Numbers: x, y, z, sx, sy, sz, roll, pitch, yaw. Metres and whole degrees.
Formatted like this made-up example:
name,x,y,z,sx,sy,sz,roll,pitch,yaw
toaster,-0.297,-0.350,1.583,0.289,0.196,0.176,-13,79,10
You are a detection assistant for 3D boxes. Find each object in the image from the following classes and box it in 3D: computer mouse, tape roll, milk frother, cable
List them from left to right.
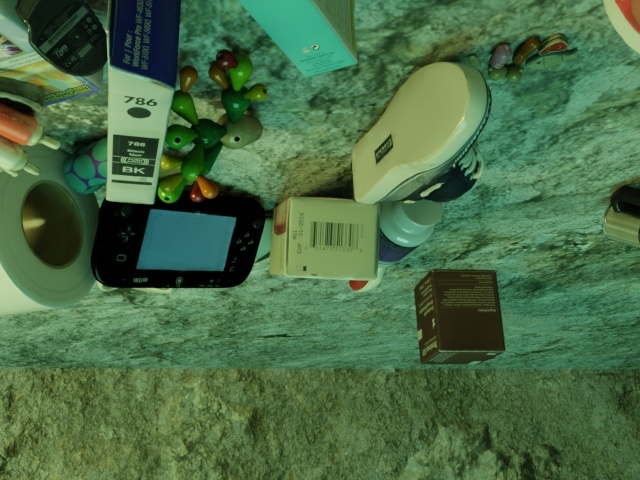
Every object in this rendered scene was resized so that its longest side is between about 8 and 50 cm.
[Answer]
name,x,y,z,sx,sy,sz,roll,pitch,yaw
cable,-0.413,-0.146,0.711,0.140,0.072,0.287,-23,152,34
tape roll,-0.459,-0.012,1.002,0.169,0.246,0.246,-8,159,18
computer mouse,-0.280,-0.245,0.635,0.041,0.071,0.242,35,165,35
milk frother,0.602,-0.054,1.214,0.143,0.129,0.135,-25,-155,-19

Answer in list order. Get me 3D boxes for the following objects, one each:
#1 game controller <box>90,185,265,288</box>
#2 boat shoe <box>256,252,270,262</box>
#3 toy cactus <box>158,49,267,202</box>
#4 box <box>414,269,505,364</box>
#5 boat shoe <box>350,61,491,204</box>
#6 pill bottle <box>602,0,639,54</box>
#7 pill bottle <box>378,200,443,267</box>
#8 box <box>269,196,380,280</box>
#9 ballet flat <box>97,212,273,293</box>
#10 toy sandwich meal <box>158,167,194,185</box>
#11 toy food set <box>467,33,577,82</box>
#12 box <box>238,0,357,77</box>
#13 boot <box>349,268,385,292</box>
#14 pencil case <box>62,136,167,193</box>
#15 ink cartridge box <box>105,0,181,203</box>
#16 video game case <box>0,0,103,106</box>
name,x,y,z,sx,sy,sz,roll,pitch,yaw
game controller,-0.224,-0.001,1.128,0.067,0.166,0.319,14,-174,42
boat shoe,-0.168,0.023,1.426,0.153,0.048,0.056,-18,143,22
toy cactus,-0.124,-0.137,0.870,0.112,0.219,0.180,31,-158,17
box,0.339,0.192,1.691,0.167,0.203,0.168,2,159,-9
boat shoe,0.169,-0.134,0.928,0.158,0.127,0.340,0,169,-20
pill bottle,0.338,-0.268,0.471,0.176,0.176,0.318,-2,159,-1
pill bottle,0.136,-0.028,1.207,0.108,0.108,0.193,5,159,-18
box,0.000,0.000,1.152,0.149,0.126,0.232,3,178,-10
ballet flat,-0.253,0.038,1.321,0.401,0.139,0.139,-6,160,10
toy sandwich meal,-0.226,-0.111,1.068,0.086,0.029,0.085,-5,160,-2
toy food set,0.245,-0.218,0.826,0.122,0.019,0.078,-11,158,24
box,-0.041,-0.249,0.597,0.060,0.100,0.244,-10,158,23
boot,0.048,0.033,1.408,0.176,0.088,0.244,3,151,-11
pencil case,-0.298,-0.116,0.992,0.152,0.064,0.070,-13,141,30
ink cartridge box,-0.184,-0.174,0.698,0.065,0.165,0.332,4,160,-15
video game case,-0.416,-0.212,0.722,0.270,0.061,0.244,-9,158,19
